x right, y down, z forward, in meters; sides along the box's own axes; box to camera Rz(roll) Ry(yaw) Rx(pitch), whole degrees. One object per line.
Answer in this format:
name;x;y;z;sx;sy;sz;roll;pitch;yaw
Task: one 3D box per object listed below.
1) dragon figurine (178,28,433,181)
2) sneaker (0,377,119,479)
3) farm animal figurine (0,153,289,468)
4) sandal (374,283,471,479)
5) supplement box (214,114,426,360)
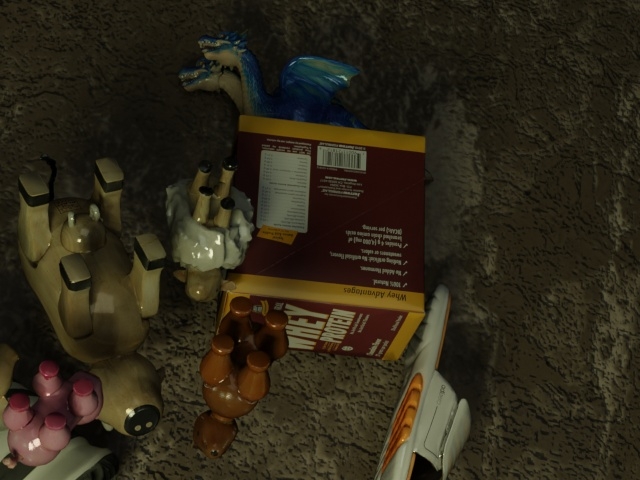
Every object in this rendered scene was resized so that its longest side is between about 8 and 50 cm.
dragon figurine;-0.007;-0.142;1.462;0.289;0.085;0.144;7;64;-11
sneaker;-0.408;0.260;1.138;0.257;0.169;0.447;38;53;14
farm animal figurine;-0.204;0.081;1.156;0.330;0.172;0.327;0;48;-15
sandal;0.115;0.163;1.340;0.076;0.102;0.265;19;60;-3
supplement box;0.000;0.000;1.363;0.191;0.129;0.194;6;64;-7
